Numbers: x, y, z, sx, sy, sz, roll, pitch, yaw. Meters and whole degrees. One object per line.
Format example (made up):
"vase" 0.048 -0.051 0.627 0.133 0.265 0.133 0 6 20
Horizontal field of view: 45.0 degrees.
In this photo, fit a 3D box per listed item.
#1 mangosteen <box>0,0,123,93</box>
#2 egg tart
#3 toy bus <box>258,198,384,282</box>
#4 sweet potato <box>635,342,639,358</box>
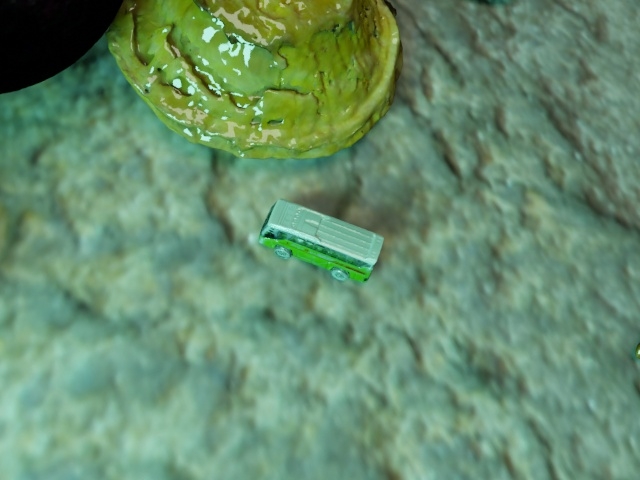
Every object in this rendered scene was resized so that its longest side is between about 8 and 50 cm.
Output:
"mangosteen" -0.263 -0.190 0.455 0.275 0.275 0.302 32 60 6
"egg tart" -0.042 -0.173 0.584 0.241 0.106 0.241 6 63 -12
"toy bus" 0.000 0.000 0.538 0.083 0.037 0.031 21 61 1
"sweet potato" 0.316 0.019 0.583 0.226 0.068 0.068 -41 76 -7
